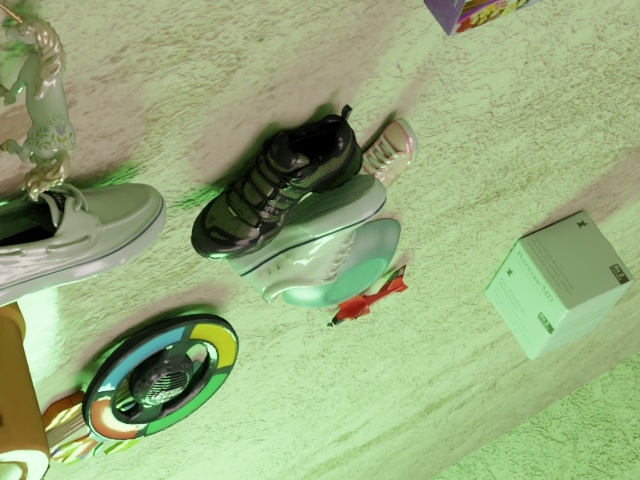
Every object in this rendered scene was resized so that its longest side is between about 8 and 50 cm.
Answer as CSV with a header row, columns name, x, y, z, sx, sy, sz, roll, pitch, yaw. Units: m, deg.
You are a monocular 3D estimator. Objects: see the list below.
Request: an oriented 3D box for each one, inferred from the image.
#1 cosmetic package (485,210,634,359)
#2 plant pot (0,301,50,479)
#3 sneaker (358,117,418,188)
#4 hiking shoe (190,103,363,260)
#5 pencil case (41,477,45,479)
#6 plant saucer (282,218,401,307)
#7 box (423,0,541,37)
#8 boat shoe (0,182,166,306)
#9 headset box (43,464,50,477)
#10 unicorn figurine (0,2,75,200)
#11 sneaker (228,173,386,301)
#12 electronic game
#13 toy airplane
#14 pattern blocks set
name,x,y,z,sx,sy,sz,roll,pitch,yaw
cosmetic package,0.401,0.077,2.586,0.151,0.151,0.184,-23,156,-26
plant pot,-0.405,0.180,1.541,0.291,0.203,0.291,-28,158,-12
sneaker,0.070,-0.092,1.852,0.070,0.051,0.134,-29,164,-27
hiking shoe,-0.056,-0.071,1.695,0.227,0.086,0.114,-38,153,-15
pencil case,-0.470,0.409,1.709,0.410,0.183,0.160,-35,130,7
plant saucer,0.039,0.044,2.137,0.195,0.037,0.195,-29,160,-12
box,0.260,-0.334,1.584,0.293,0.057,0.201,-24,158,-24
boat shoe,-0.257,-0.011,1.490,0.258,0.095,0.084,-28,141,-35
headset box,-0.502,0.324,1.850,0.293,0.110,0.218,-16,154,-38
unicorn figurine,-0.236,-0.121,1.275,0.060,0.162,0.111,-26,-174,-33
sneaker,0.000,0.000,1.802,0.258,0.091,0.094,-26,-159,47
electronic game,-0.208,0.181,2.010,0.229,0.048,0.229,-27,148,-19
toy airplane,0.073,0.089,2.299,0.151,0.028,0.151,-28,158,-13
pattern blocks set,-0.308,0.259,2.118,0.325,0.026,0.285,-39,159,13
